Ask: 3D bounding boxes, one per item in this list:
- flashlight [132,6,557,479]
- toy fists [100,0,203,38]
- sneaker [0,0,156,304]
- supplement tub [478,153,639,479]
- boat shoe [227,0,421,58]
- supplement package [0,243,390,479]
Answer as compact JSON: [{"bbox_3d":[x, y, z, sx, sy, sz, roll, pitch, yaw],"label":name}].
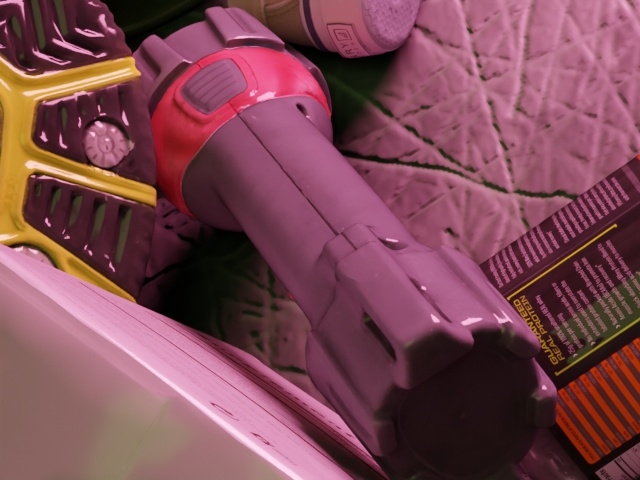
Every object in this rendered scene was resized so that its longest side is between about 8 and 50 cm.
[{"bbox_3d":[0.000,0.000,0.749,0.304,0.103,0.103,51,131,51],"label":"flashlight"},{"bbox_3d":[-0.183,-0.163,0.932,0.279,0.096,0.142,-24,69,15],"label":"toy fists"},{"bbox_3d":[-0.190,-0.093,0.824,0.147,0.145,0.385,-34,71,57],"label":"sneaker"},{"bbox_3d":[0.134,0.036,0.751,0.190,0.117,0.117,-35,67,9],"label":"supplement tub"},{"bbox_3d":[0.015,-0.243,0.873,0.094,0.109,0.302,8,82,24],"label":"boat shoe"},{"bbox_3d":[-0.065,0.138,0.702,0.175,0.293,0.177,33,89,24],"label":"supplement package"}]
